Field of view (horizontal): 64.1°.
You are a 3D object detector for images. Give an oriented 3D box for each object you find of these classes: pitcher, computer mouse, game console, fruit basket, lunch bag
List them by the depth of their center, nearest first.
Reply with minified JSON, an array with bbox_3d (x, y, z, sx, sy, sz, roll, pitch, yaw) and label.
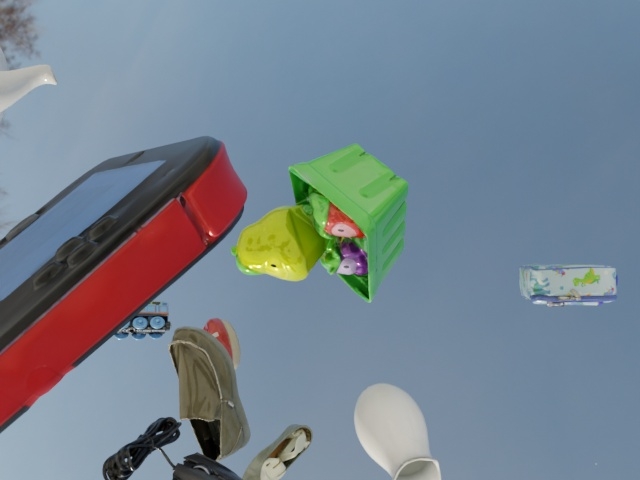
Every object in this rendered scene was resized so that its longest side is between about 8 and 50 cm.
[{"bbox_3d":[-0.255,0.040,0.416,0.342,0.060,0.386,-43,-154,-25],"label":"game console"},{"bbox_3d":[-0.166,0.349,0.693,0.262,0.184,0.060,43,-79,13],"label":"computer mouse"},{"bbox_3d":[0.146,0.374,0.922,0.125,0.178,0.207,-25,-152,-4],"label":"pitcher"},{"bbox_3d":[0.542,0.095,1.129,0.176,0.219,0.090,-2,-93,11],"label":"lunch bag"},{"bbox_3d":[0.000,0.000,1.175,0.392,0.392,0.283,-48,-116,2],"label":"fruit basket"}]

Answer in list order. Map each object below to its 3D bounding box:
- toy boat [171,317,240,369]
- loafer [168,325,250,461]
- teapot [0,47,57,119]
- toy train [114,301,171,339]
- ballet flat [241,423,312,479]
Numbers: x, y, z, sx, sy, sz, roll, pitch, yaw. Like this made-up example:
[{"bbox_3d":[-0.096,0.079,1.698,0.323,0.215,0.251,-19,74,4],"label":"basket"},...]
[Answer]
[{"bbox_3d":[-0.316,0.303,1.341,0.231,0.151,0.151,-47,-124,31],"label":"toy boat"},{"bbox_3d":[-0.190,0.261,0.853,0.094,0.087,0.251,-13,-75,27],"label":"loafer"},{"bbox_3d":[-0.597,-0.284,0.799,0.252,0.256,0.187,-3,-131,43],"label":"teapot"},{"bbox_3d":[-0.539,0.236,1.526,0.105,0.184,0.080,-108,-150,-43],"label":"toy train"},{"bbox_3d":[-0.091,0.474,1.110,0.068,0.213,0.072,-21,-81,40],"label":"ballet flat"}]
